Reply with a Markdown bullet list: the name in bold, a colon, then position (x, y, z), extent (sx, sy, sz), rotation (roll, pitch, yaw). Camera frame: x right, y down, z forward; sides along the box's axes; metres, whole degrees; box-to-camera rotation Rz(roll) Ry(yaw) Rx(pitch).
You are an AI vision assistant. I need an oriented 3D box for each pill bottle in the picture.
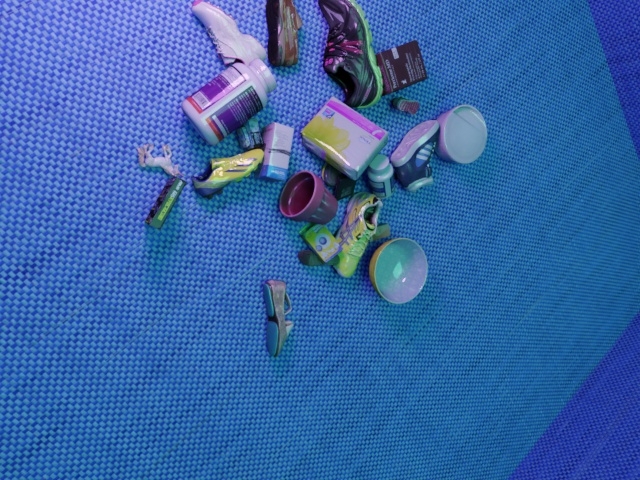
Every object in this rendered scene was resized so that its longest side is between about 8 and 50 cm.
- **pill bottle**: position (0.258, -0.275, 1.960), extent (0.112, 0.112, 0.187), rotation (-45, 150, -16)
- **pill bottle**: position (-0.317, -0.498, 1.627), extent (0.322, 0.181, 0.182), rotation (-39, 111, -8)

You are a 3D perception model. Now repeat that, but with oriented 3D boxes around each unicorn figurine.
- **unicorn figurine**: position (-0.562, -0.283, 1.625), extent (0.161, 0.060, 0.111), rotation (0, 96, -11)

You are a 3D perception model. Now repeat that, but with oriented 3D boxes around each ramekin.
- **ramekin**: position (0.647, -0.497, 2.173), extent (0.272, 0.127, 0.273), rotation (-3, 97, -26)

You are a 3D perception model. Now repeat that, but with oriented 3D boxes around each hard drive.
- **hard drive**: position (0.109, -0.229, 1.934), extent (0.094, 0.135, 0.022), rotation (-24, 62, -23)

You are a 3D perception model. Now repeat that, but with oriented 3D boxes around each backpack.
- **backpack**: position (-0.268, -0.401, 1.730), extent (0.084, 0.105, 0.115), rotation (-14, 100, -25)

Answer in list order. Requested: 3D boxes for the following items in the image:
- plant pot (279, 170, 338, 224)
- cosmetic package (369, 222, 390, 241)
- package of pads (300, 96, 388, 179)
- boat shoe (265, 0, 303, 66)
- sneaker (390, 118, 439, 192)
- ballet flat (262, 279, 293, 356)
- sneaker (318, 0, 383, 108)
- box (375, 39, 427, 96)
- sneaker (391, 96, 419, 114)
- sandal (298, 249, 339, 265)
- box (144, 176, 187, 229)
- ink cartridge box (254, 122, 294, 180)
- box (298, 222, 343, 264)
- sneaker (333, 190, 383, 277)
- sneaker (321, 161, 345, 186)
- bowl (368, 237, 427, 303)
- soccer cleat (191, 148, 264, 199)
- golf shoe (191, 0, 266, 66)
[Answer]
- **plant pot**: position (-0.034, -0.154, 1.837), extent (0.180, 0.201, 0.202), rotation (25, 83, -43)
- **cosmetic package**: position (0.256, -0.036, 2.069), extent (0.115, 0.041, 0.061), rotation (-18, 103, -24)
- **package of pads**: position (0.091, -0.407, 1.839), extent (0.296, 0.101, 0.229), rotation (36, 76, 12)
- **boat shoe**: position (-0.134, -0.831, 1.756), extent (0.119, 0.122, 0.325), rotation (-6, 106, -32)
- **sneaker**: position (0.467, -0.371, 2.107), extent (0.323, 0.130, 0.236), rotation (-49, 123, -19)
- **ballet flat**: position (-0.163, 0.314, 1.862), extent (0.106, 0.107, 0.317), rotation (-8, 100, -33)
- **sneaker**: position (0.096, -0.762, 1.836), extent (0.202, 0.185, 0.484), rotation (-26, 100, -17)
- **box**: position (0.311, -0.724, 1.955), extent (0.203, 0.167, 0.169), rotation (-28, 107, -22)
- **sneaker**: position (0.380, -0.612, 2.062), extent (0.170, 0.074, 0.063), rotation (-8, 126, -46)
- **sandal**: position (-0.009, 0.078, 1.938), extent (0.179, 0.040, 0.067), rotation (6, 88, -9)
- **box**: position (-0.534, -0.129, 1.575), extent (0.045, 0.190, 0.184), rotation (28, 82, -25)
- **ink cartridge box**: position (-0.179, -0.334, 1.758), extent (0.085, 0.148, 0.204), rotation (10, 91, -27)
- **box**: position (0.000, 0.000, 1.913), extent (0.105, 0.043, 0.179), rotation (-38, 83, -19)
- **sneaker**: position (0.153, -0.024, 1.960), extent (0.145, 0.147, 0.386), rotation (15, 91, -29)
- **sneaker**: position (0.126, -0.337, 1.927), extent (0.300, 0.121, 0.111), rotation (-46, 113, -15)
- **bowl**: position (0.320, 0.126, 2.055), extent (0.289, 0.156, 0.290), rotation (-3, 97, -26)
- **soccer cleat**: position (-0.340, -0.267, 1.690), extent (0.289, 0.093, 0.121), rotation (-34, 117, -6)
- **golf shoe**: position (-0.343, -0.725, 1.657), extent (0.306, 0.115, 0.140), rotation (34, 83, -24)
